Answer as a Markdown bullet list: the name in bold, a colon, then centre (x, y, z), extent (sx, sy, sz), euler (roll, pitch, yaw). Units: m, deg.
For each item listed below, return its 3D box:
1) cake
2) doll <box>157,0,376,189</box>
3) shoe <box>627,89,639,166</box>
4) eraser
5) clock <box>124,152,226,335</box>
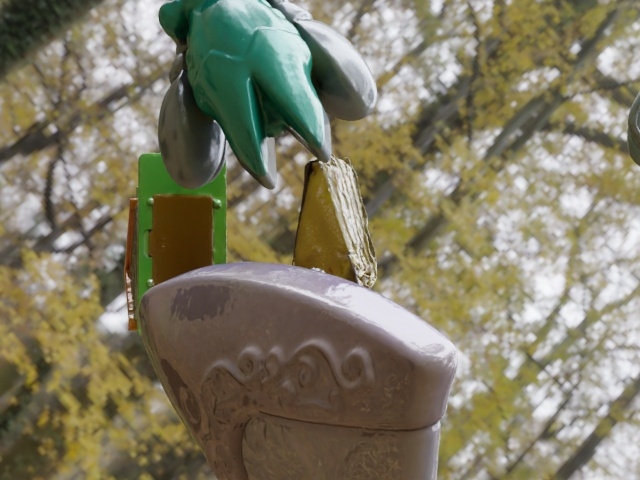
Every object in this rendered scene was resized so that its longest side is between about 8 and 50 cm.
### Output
- **cake**: centre (0.003, -0.001, 1.462), extent (0.116, 0.080, 0.185), euler (-26, -97, 33)
- **doll**: centre (-0.051, -0.163, 1.121), extent (0.195, 0.258, 0.153), euler (-2, -18, 16)
- **shoe**: centre (0.393, -0.175, 1.256), extent (0.103, 0.251, 0.100), euler (32, -23, 6)
- **eraser**: centre (-0.029, 0.093, 0.652), extent (0.243, 0.059, 0.204), euler (30, -48, 41)
- **clock**: centre (-0.191, 0.019, 1.603), extent (0.255, 0.106, 0.220), euler (151, -61, -75)
